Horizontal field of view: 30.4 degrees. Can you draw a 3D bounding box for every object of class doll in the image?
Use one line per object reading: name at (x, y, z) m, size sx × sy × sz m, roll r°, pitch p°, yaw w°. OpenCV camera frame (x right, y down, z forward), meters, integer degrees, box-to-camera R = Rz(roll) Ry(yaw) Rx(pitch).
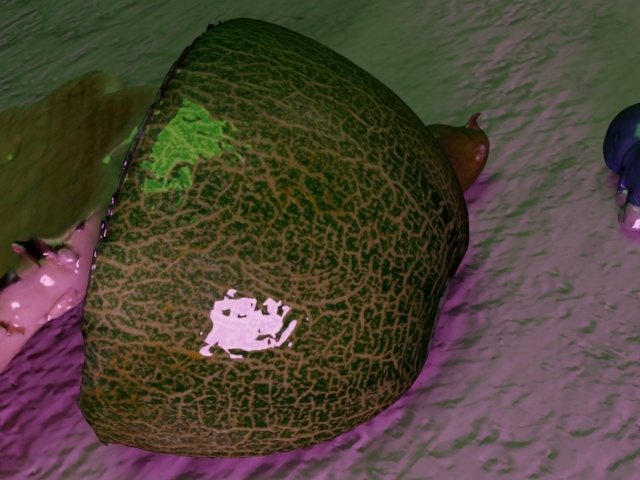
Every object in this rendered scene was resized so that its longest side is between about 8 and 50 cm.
doll at (0.205, -0.050, 0.693) m, size 0.076 × 0.050 × 0.083 m, roll -9°, pitch 37°, yaw 3°

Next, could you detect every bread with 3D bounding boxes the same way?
bread at (-0.216, 0.008, 0.723) m, size 0.316 × 0.054 × 0.316 m, roll -28°, pitch 31°, yaw 19°

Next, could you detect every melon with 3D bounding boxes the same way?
melon at (-0.008, -0.011, 0.617) m, size 0.169 × 0.129 × 0.265 m, roll 17°, pitch 63°, yaw 8°

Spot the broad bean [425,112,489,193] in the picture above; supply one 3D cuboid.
broad bean at (0.000, -0.001, 0.707) m, size 0.256 × 0.052 × 0.053 m, roll -35°, pitch 48°, yaw -18°
